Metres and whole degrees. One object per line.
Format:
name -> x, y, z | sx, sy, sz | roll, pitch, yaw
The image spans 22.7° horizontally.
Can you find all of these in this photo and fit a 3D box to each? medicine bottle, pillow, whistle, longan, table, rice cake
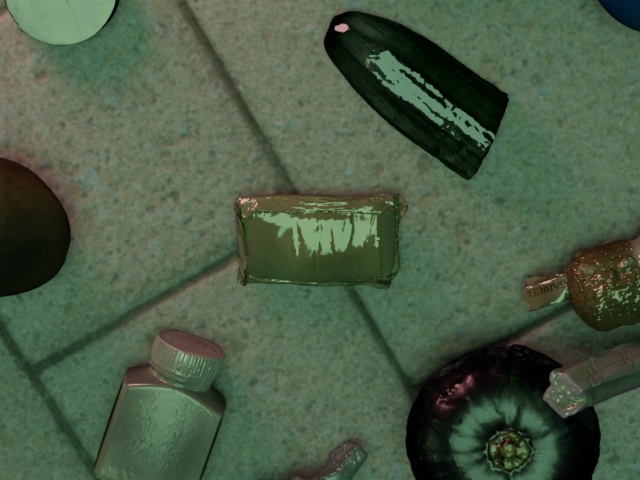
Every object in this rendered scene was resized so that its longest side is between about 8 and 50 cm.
medicine bottle -> -0.186, 0.212, 1.943 | 0.132, 0.088, 0.188 | 19, 101, -3
pillow -> 0.000, 0.000, 1.915 | 0.208, 0.053, 0.119 | 1, 105, 1
whistle -> -0.033, 0.329, 1.959 | 0.123, 0.123, 0.223 | 43, 85, -7
longan -> -0.385, -0.015, 1.867 | 0.187, 0.167, 0.167 | 15, 103, -28
table -> -0.302, -0.297, 1.864 | 0.133, 0.043, 0.133 | 0, 101, 1
rice cake -> 0.372, 0.150, 1.878 | 0.270, 0.055, 0.049 | -15, 130, -34

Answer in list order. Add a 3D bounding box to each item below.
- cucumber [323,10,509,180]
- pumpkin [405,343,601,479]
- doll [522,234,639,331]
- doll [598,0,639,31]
cucumber -> 0.107, -0.180, 1.876 | 0.244, 0.063, 0.115 | 33, 99, -4
pumpkin -> 0.216, 0.238, 1.907 | 0.233, 0.163, 0.233 | 0, 99, -2
doll -> 0.352, 0.048, 1.894 | 0.221, 0.105, 0.115 | -18, 108, 2
doll -> 0.425, -0.337, 1.790 | 0.257, 0.161, 0.215 | -32, 71, -4
